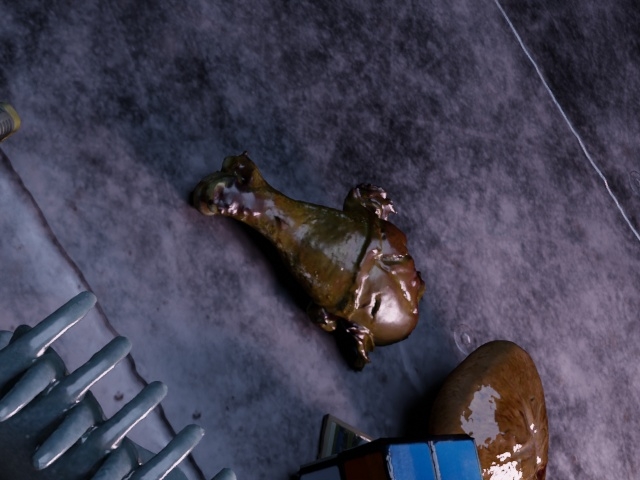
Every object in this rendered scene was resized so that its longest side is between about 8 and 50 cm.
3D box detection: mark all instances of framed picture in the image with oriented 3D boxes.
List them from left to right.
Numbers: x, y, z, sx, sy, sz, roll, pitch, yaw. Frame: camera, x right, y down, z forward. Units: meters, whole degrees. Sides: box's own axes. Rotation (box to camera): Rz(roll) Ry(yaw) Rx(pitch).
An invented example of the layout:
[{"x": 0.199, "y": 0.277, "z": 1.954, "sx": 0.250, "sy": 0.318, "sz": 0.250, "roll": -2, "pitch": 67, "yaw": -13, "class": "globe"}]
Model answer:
[{"x": 0.037, "y": 0.316, "z": 1.927, "sx": 0.109, "sy": 0.011, "sz": 0.149, "roll": 31, "pitch": 51, "yaw": -29, "class": "framed picture"}]

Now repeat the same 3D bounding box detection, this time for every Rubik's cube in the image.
[{"x": 0.095, "y": 0.348, "z": 1.829, "sx": 0.167, "sy": 0.180, "sz": 0.183, "roll": 5, "pitch": 66, "yaw": -42, "class": "Rubik's cube"}]

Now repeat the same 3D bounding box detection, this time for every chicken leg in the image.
[{"x": 0.015, "y": -0.005, "z": 1.967, "sx": 0.361, "sy": 0.140, "sz": 0.211, "roll": 49, "pitch": 53, "yaw": -20, "class": "chicken leg"}]

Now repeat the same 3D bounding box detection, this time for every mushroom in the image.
[{"x": 0.241, "y": 0.282, "z": 2.036, "sx": 0.278, "sy": 0.146, "sz": 0.278, "roll": -1, "pitch": 91, "yaw": -51, "class": "mushroom"}]

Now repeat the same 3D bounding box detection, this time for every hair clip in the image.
[{"x": -0.264, "y": 0.243, "z": 1.516, "sx": 0.318, "sy": 0.238, "sz": 0.392, "roll": 54, "pitch": 44, "yaw": -7, "class": "hair clip"}]

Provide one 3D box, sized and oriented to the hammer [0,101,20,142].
[{"x": -0.410, "y": -0.105, "z": 1.622, "sx": 0.041, "sy": 0.159, "sz": 0.226, "roll": 59, "pitch": 30, "yaw": -7, "class": "hammer"}]
